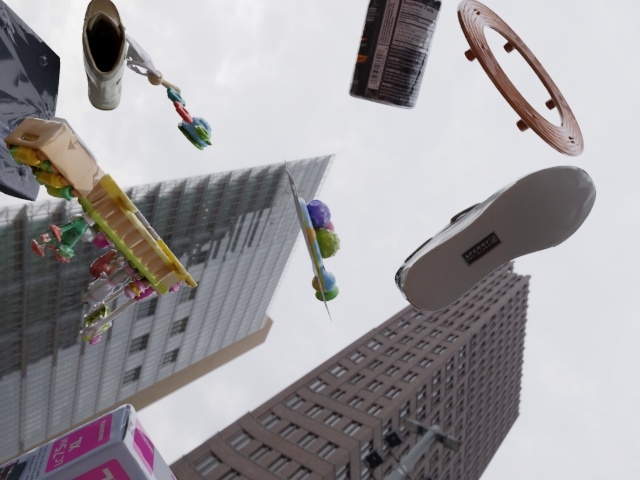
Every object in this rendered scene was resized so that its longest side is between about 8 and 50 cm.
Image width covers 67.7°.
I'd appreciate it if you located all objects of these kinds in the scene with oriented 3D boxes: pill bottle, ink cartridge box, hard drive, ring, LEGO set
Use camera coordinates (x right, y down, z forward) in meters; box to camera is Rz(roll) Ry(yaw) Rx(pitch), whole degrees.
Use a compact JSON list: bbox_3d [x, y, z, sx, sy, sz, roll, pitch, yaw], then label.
[{"bbox_3d":[0.137,-0.367,0.844,0.130,0.130,0.245,25,-69,32],"label":"pill bottle"},{"bbox_3d":[-0.275,0.296,0.419,0.065,0.311,0.185,-132,-160,-66],"label":"ink cartridge box"},{"bbox_3d":[-0.453,-0.199,0.673,0.054,0.172,0.254,-3,-107,8],"label":"hard drive"},{"bbox_3d":[0.347,-0.282,0.835,0.032,0.337,0.336,-37,-101,41],"label":"ring"},{"bbox_3d":[-0.192,0.018,0.412,0.132,0.107,0.287,51,-14,4],"label":"LEGO set"}]

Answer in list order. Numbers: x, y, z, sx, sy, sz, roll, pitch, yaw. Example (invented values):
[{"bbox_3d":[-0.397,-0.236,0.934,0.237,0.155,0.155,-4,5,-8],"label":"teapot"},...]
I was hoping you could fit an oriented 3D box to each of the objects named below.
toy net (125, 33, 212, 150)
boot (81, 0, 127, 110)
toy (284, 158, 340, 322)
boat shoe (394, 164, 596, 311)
[{"bbox_3d":[-0.281,-0.259,0.859,0.045,0.122,0.232,-37,-70,10],"label":"toy net"},{"bbox_3d":[-0.376,-0.355,0.830,0.165,0.077,0.213,162,-74,-66],"label":"boot"},{"bbox_3d":[0.000,0.000,0.747,0.137,0.056,0.237,-111,-171,-50],"label":"toy"},{"bbox_3d":[0.172,-0.008,0.494,0.219,0.070,0.077,-31,-82,0],"label":"boat shoe"}]
